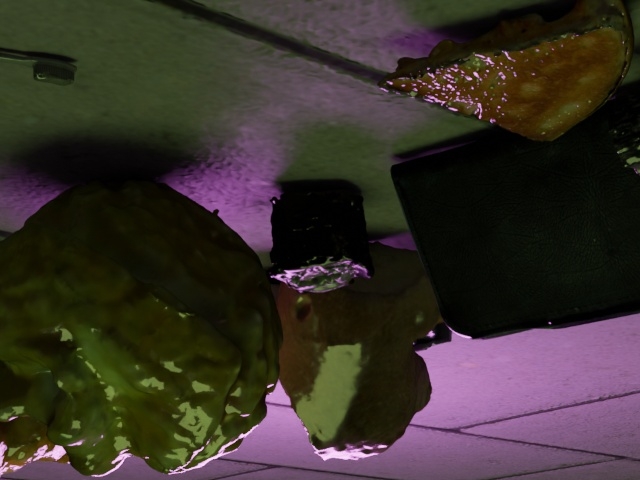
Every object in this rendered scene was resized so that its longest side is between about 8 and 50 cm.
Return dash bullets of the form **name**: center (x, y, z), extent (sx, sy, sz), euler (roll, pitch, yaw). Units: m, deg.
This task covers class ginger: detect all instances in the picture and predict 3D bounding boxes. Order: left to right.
- **ginger**: center (0.049, 0.110, 1.353), extent (0.221, 0.130, 0.275), euler (-36, 135, 4)

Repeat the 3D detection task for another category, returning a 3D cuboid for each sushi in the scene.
- **sushi**: center (0.000, 0.000, 1.196), extent (0.094, 0.084, 0.098), euler (-9, 164, 14)

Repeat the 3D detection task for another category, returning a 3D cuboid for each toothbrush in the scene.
- **toothbrush**: center (-0.267, -0.132, 0.907), extent (0.194, 0.017, 0.014), euler (9, 154, -19)

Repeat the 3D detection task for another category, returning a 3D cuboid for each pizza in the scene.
- **pizza**: center (0.130, -0.116, 0.926), extent (0.176, 0.036, 0.184), euler (-4, 159, 6)

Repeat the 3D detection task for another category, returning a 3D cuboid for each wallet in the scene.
- **wallet**: center (0.210, -0.021, 1.031), extent (0.318, 0.172, 0.045), euler (-17, -177, 39)

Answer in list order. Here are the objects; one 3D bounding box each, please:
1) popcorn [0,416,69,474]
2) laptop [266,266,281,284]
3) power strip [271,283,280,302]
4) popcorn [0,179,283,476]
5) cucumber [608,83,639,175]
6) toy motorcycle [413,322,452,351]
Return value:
- **popcorn**: center (-0.362, 0.157, 1.384), extent (0.277, 0.276, 0.225), euler (5, 154, -14)
- **laptop**: center (0.037, 0.047, 1.443), extent (0.197, 0.016, 0.135), euler (11, 159, -31)
- **power strip**: center (-0.144, 0.078, 1.459), extent (0.271, 0.046, 0.118), euler (3, 159, 5)
- **popcorn**: center (-0.162, 0.083, 1.147), extent (0.282, 0.282, 0.247), euler (12, 118, -33)
- **cucumber**: center (0.313, -0.116, 0.870), extent (0.245, 0.067, 0.067), euler (-24, 152, 31)
- **toy motorcycle**: center (0.058, 0.116, 1.508), extent (0.213, 0.082, 0.122), euler (-12, 159, 39)
